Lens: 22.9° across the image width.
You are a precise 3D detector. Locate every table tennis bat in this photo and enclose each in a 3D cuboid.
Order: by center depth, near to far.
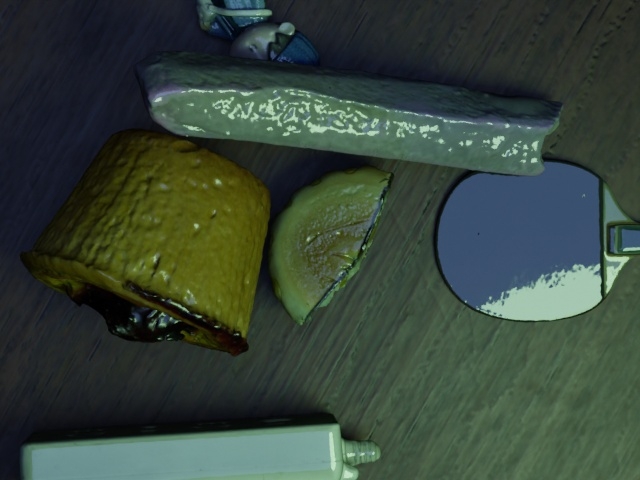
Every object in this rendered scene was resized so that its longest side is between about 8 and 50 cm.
[{"bbox_3d":[0.243,-0.001,1.475,0.274,0.021,0.154,-1,92,-1],"label":"table tennis bat"}]

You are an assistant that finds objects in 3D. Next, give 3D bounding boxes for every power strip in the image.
[{"bbox_3d":[-0.114,0.195,1.424,0.338,0.098,0.058,-3,89,-3],"label":"power strip"}]

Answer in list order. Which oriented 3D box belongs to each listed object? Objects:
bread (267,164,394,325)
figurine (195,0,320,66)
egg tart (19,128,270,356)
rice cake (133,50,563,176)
[{"bbox_3d":[0.000,0.000,1.432,0.094,0.083,0.157,18,89,0],"label":"bread"},{"bbox_3d":[-0.064,-0.187,1.433,0.086,0.087,0.149,-38,78,42],"label":"figurine"},{"bbox_3d":[-0.142,0.005,1.371,0.215,0.215,0.170,21,80,-3],"label":"egg tart"},{"bbox_3d":[0.032,-0.109,1.390,0.399,0.070,0.064,6,123,-17],"label":"rice cake"}]
